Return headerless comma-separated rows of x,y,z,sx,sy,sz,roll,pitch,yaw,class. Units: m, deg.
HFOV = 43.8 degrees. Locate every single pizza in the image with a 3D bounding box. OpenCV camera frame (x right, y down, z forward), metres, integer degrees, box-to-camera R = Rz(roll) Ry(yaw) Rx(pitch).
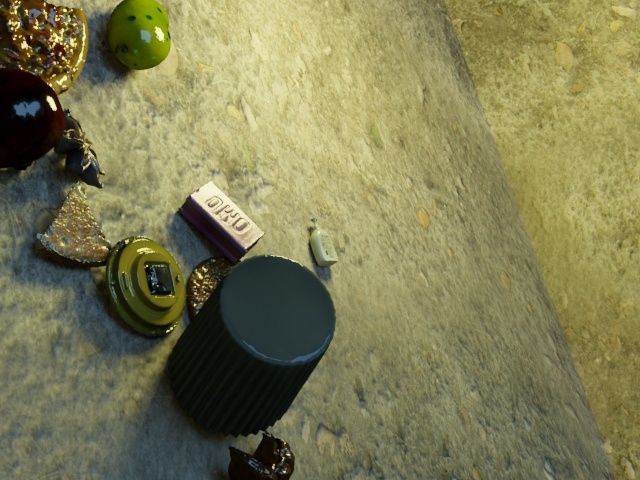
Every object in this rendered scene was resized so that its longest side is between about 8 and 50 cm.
-0.529,-0.034,1.709,0.185,0.052,0.195,20,56,-46,pizza
-0.671,-0.464,1.844,0.277,0.114,0.408,51,32,-17,pizza

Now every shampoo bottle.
0.000,0.000,2.335,0.077,0.045,0.151,2,63,-48,shampoo bottle

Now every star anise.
-0.073,0.545,1.726,0.346,0.148,0.237,30,45,-15,star anise
-0.541,-0.192,1.785,0.171,0.063,0.208,64,-1,-30,star anise

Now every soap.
-0.249,-0.047,2.024,0.203,0.065,0.122,44,35,-1,soap

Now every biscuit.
-0.201,0.171,1.962,0.305,0.038,0.305,30,43,-33,biscuit

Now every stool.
-0.140,0.218,1.673,0.297,0.330,0.297,12,53,-17,stool

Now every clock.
-0.372,0.095,1.766,0.237,0.057,0.237,35,45,-43,clock

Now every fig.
-0.636,-0.239,1.613,0.235,0.235,0.214,-11,115,-53,fig

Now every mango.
-0.476,-0.563,2.129,0.175,0.143,0.293,40,29,-26,mango
